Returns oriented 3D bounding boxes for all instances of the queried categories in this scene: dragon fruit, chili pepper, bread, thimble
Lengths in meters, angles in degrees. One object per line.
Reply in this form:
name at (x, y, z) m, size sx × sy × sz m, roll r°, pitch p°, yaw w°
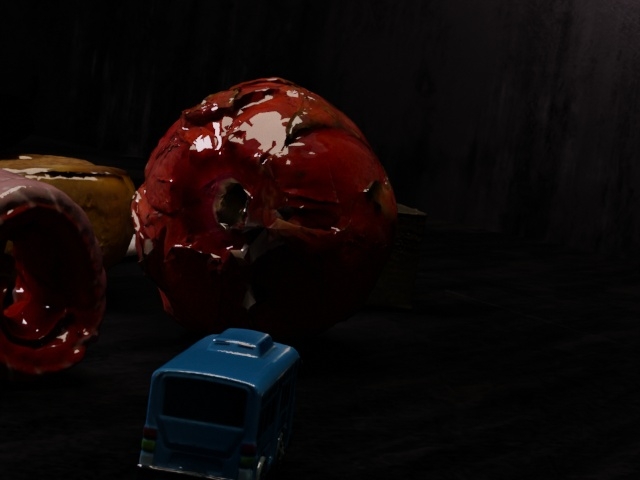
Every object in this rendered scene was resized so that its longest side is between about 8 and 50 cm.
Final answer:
dragon fruit at (-0.062, -0.030, 1.752) m, size 0.295 × 0.295 × 0.302 m, roll 11°, pitch 0°, yaw 18°
chili pepper at (-0.405, -0.145, 2.030) m, size 0.072 × 0.073 × 0.204 m, roll 25°, pitch 26°, yaw 26°
bread at (-0.403, -0.027, 1.927) m, size 0.337 × 0.148 × 0.328 m, roll 1°, pitch 5°, yaw -26°
thimble at (-0.286, 0.029, 1.433) m, size 0.125 × 0.189 × 0.163 m, roll 15°, pitch 44°, yaw 43°

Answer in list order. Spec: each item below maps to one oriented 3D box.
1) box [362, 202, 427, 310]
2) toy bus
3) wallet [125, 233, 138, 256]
box at (0.001, -0.002, 2.229) m, size 0.184 × 0.143 × 0.273 m, roll 6°, pitch 8°, yaw -27°
toy bus at (-0.071, 0.128, 1.221) m, size 0.090 × 0.106 × 0.185 m, roll 7°, pitch 7°, yaw 7°
wallet at (-0.315, 0.003, 2.243) m, size 0.124 × 0.032 × 0.183 m, roll 9°, pitch 8°, yaw 23°
